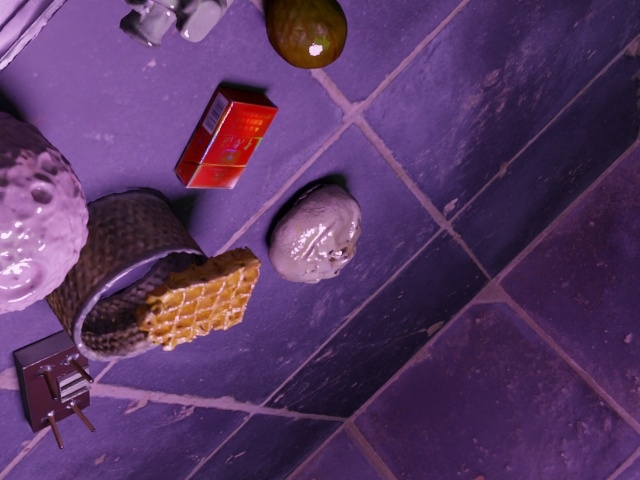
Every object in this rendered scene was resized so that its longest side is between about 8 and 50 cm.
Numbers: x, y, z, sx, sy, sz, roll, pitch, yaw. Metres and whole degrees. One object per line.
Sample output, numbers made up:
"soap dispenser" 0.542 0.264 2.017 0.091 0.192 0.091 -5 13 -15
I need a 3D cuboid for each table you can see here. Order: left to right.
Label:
"table" -0.486 0.289 1.390 0.121 0.111 0.240 -25 149 -32

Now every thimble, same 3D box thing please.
"thimble" -0.320 0.060 1.228 0.270 0.150 0.271 -33 153 -19

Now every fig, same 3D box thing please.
"fig" -0.030 -0.361 1.065 0.124 0.124 0.236 -32 133 -21

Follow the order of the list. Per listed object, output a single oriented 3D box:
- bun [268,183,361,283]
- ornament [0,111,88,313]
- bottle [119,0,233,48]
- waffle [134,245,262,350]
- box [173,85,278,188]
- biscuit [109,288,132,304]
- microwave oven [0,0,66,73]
"bun" 0.000 0.000 1.582 0.239 0.141 0.239 -35 152 -22
"ornament" -0.410 -0.027 0.893 0.259 0.225 0.259 -33 153 -19
"bottle" -0.118 -0.373 0.775 0.352 0.229 0.229 -54 152 9
"waffle" -0.209 0.104 1.213 0.210 0.055 0.160 -20 145 -39
"box" -0.157 -0.166 1.227 0.112 0.048 0.175 -5 136 -51
"biscuit" -0.376 0.138 1.412 0.140 0.023 0.118 -30 152 -25
"microwave oven" -0.324 -0.277 0.585 0.355 0.286 0.218 -48 155 1
